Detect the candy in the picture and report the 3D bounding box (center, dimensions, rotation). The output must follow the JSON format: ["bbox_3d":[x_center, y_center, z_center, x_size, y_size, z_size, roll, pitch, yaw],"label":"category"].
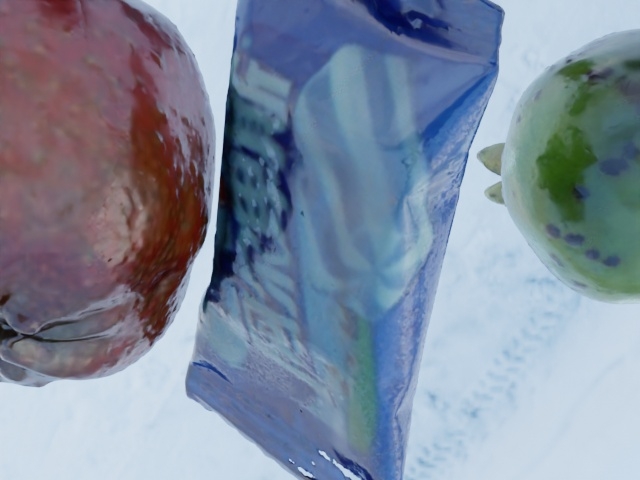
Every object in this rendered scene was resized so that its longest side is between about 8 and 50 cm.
[{"bbox_3d":[0.000,0.000,0.634,0.187,0.077,0.331,30,123,34],"label":"candy"}]

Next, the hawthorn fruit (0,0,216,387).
[{"bbox_3d":[-0.178,-0.068,0.689,0.254,0.300,0.254,9,149,6],"label":"hawthorn fruit"}]

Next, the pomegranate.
[{"bbox_3d":[0.224,-0.057,0.841,0.211,0.263,0.211,-4,99,-29],"label":"pomegranate"}]
